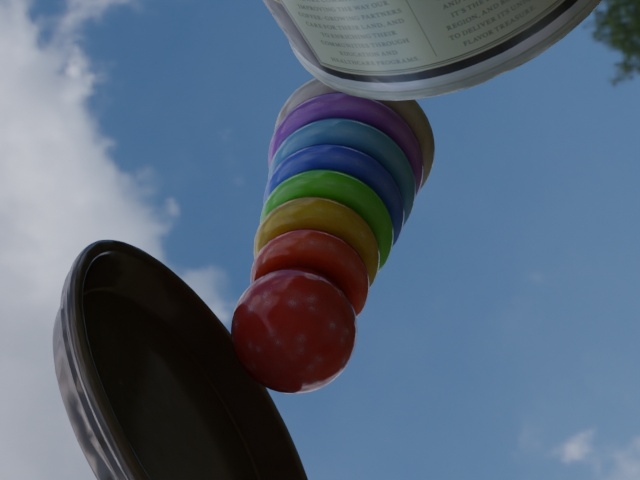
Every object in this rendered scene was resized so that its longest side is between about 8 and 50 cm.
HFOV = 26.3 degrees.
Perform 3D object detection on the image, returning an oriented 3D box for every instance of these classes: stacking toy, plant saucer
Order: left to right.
[{"bbox_3d":[-0.090,0.126,0.922,0.278,0.041,0.278,53,-165,-21],"label":"plant saucer"},{"bbox_3d":[0.000,0.000,1.067,0.141,0.141,0.330,61,-154,-26],"label":"stacking toy"}]

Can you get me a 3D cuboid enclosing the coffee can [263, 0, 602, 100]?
[{"bbox_3d":[0.013,-0.227,0.621,0.275,0.201,0.201,54,-130,-44],"label":"coffee can"}]
